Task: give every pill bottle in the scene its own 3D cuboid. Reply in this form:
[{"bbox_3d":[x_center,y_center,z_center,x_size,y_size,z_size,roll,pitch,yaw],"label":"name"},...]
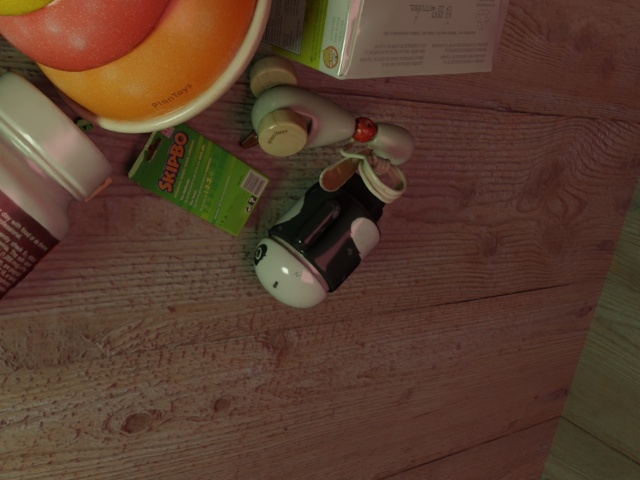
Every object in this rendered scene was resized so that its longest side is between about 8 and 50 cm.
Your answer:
[{"bbox_3d":[-0.476,-0.019,0.999,0.392,0.224,0.224,-47,134,-12],"label":"pill bottle"}]

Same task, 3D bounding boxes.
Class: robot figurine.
[{"bbox_3d":[-0.002,-0.002,1.462,0.278,0.173,0.209,-47,130,-13],"label":"robot figurine"}]

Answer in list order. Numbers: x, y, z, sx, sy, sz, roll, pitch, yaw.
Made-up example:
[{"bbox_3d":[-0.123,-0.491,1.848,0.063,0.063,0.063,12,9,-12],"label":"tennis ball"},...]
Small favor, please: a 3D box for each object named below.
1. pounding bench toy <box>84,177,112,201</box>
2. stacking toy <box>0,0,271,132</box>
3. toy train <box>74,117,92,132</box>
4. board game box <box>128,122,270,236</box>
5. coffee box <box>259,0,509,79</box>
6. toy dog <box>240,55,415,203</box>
[{"bbox_3d":[-0.370,-0.089,1.166,0.083,0.065,0.052,-43,133,-16],"label":"pounding bench toy"},{"bbox_3d":[-0.291,-0.336,0.820,0.350,0.350,0.480,-63,158,2],"label":"stacking toy"},{"bbox_3d":[-0.381,-0.167,1.153,0.083,0.017,0.024,-21,114,-33],"label":"toy train"},{"bbox_3d":[-0.207,-0.110,1.322,0.259,0.039,0.124,31,89,-48],"label":"board game box"},{"bbox_3d":[0.073,-0.455,1.181,0.337,0.334,0.338,-11,120,-38],"label":"coffee box"},{"bbox_3d":[-0.006,-0.178,1.370,0.333,0.161,0.220,32,46,-17],"label":"toy dog"}]
